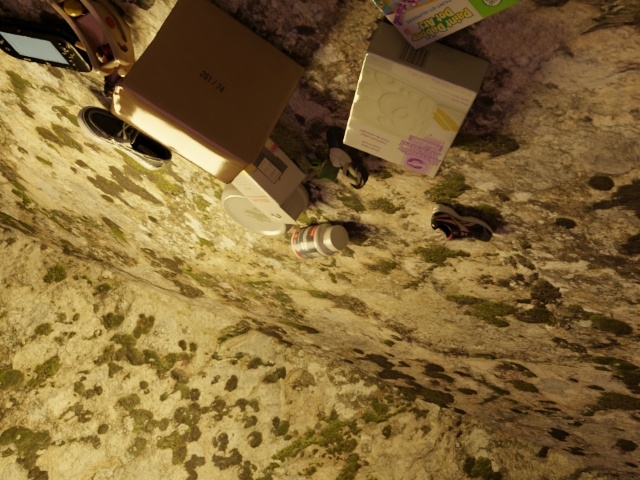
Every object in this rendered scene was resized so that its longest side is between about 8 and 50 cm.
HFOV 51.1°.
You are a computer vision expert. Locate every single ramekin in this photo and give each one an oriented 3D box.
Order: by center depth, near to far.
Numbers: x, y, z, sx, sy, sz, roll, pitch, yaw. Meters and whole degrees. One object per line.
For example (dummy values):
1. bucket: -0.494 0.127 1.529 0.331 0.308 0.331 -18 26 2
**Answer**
1. ramekin: -0.180 -0.123 2.062 0.273 0.127 0.273 18 153 10

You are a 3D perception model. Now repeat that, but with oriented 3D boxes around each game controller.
1. game controller: -0.781 -0.539 1.844 0.319 0.067 0.166 15 152 18

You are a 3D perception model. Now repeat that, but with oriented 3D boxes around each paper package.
1. paper package: -0.250 -0.341 1.507 0.325 0.309 0.168 32 157 -16

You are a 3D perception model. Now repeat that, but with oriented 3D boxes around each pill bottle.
1. pill bottle: 0.000 0.000 2.167 0.180 0.108 0.108 -10 139 47

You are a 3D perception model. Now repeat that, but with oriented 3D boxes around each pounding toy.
1. pounding toy: -0.554 -0.479 1.619 0.155 0.154 0.269 -21 136 16

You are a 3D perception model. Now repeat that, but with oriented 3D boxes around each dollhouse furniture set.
1. dollhouse furniture set: -0.017 -0.203 1.841 0.152 0.076 0.058 2 144 38

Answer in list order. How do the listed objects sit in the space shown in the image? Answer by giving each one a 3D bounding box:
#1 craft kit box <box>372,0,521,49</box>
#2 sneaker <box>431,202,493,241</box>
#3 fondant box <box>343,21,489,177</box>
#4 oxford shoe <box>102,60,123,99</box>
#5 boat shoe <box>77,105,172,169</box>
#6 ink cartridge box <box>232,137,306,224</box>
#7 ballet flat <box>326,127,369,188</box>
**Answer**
1. craft kit box: 0.192 -0.479 1.186 0.247 0.061 0.250 36 151 -29
2. sneaker: 0.380 -0.029 1.841 0.178 0.077 0.072 22 155 2
3. fondant box: 0.197 -0.296 1.474 0.238 0.096 0.330 22 155 4
4. oxford shoe: -0.551 -0.435 1.820 0.083 0.096 0.227 18 152 15
5. boat shoe: -0.593 -0.320 2.055 0.301 0.108 0.102 36 152 -28
6. ink cartridge box: -0.179 -0.203 1.813 0.353 0.119 0.207 46 165 -20
7. ballet flat: 0.069 -0.207 1.769 0.074 0.074 0.203 3 147 35
